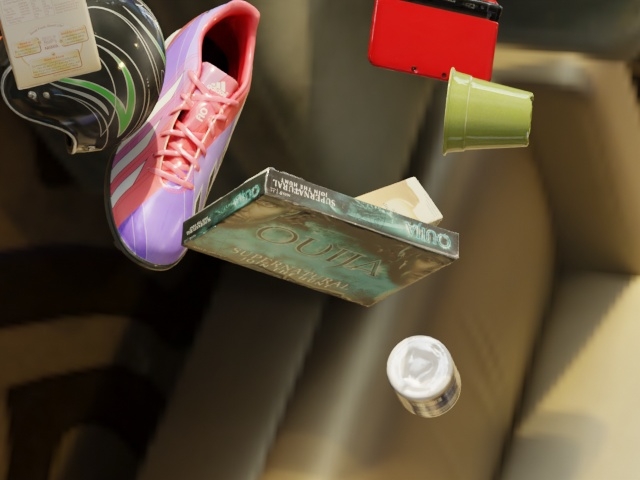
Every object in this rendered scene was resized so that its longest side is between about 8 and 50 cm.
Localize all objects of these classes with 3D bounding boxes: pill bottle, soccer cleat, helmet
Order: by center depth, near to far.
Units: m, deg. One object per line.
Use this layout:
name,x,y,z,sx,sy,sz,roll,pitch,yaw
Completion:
helmet,-0.230,-0.173,1.942,0.161,0.169,0.169,29,64,-27
pill bottle,0.107,0.141,1.994,0.120,0.067,0.067,60,40,-71
soccer cleat,-0.137,-0.115,2.032,0.108,0.116,0.318,30,51,-20

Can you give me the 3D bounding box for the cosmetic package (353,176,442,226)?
cosmetic package,0.067,-0.022,2.106,0.115,0.060,0.041,-22,160,-40

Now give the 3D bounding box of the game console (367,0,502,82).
game console,0.115,-0.237,2.149,0.124,0.144,0.085,-114,-142,-60

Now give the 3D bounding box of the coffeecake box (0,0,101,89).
coffeecake box,-0.224,-0.229,1.482,0.142,0.068,0.185,-116,-167,-60

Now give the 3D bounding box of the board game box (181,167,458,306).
board game box,0.000,0.000,1.581,0.186,0.126,0.026,18,61,-29

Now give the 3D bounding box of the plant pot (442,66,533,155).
plant pot,0.157,-0.117,1.847,0.083,0.079,0.083,6,90,-85
